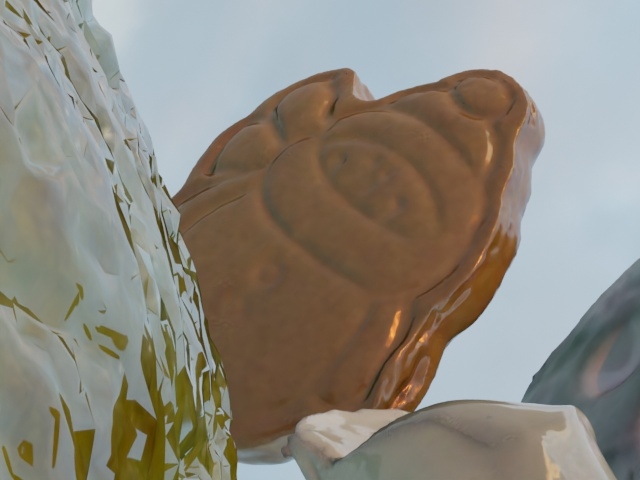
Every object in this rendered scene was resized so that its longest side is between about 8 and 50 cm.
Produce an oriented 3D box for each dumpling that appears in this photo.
[{"bbox_3d":[0.100,0.136,0.926,0.215,0.166,0.126,-10,-92,46],"label":"dumpling"}]

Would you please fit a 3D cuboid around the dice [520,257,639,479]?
[{"bbox_3d":[0.339,0.191,1.357,0.328,0.348,0.330,-51,-159,4],"label":"dice"}]

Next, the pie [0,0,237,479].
[{"bbox_3d":[-0.148,-0.046,0.397,0.180,0.395,0.418,-32,-129,0],"label":"pie"}]

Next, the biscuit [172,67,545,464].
[{"bbox_3d":[0.000,0.000,1.385,0.312,0.057,0.351,25,-109,43],"label":"biscuit"}]
